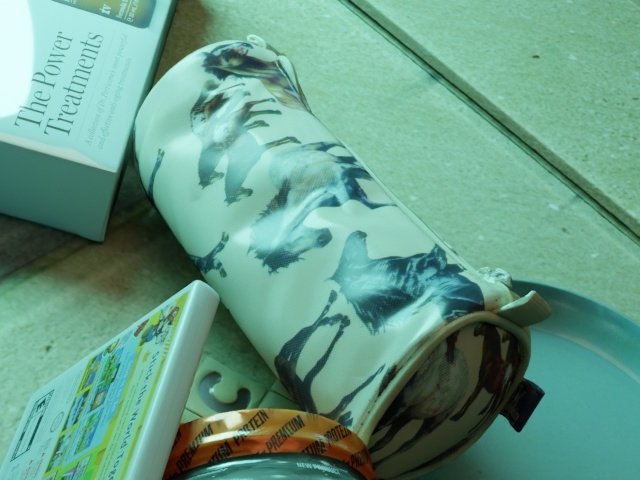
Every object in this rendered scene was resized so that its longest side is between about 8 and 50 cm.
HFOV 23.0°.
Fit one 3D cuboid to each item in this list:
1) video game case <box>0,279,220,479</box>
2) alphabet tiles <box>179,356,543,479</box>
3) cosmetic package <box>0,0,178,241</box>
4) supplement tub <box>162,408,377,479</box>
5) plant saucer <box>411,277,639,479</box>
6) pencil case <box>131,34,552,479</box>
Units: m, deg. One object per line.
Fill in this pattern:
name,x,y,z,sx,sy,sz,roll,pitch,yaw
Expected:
video game case,-0.162,0.153,1.044,0.026,0.206,0.227,39,40,-21
alphabet tiles,0.025,0.224,1.178,0.343,0.011,0.285,28,46,6
cosmetic package,-0.282,-0.194,1.391,0.284,0.097,0.377,14,46,-5
supplement tub,-0.031,0.286,0.952,0.207,0.207,0.338,6,49,-16
plant saucer,0.191,0.160,1.267,0.318,0.043,0.317,12,42,-11
pencil case,0.000,0.000,1.218,0.183,0.160,0.410,-39,51,-2
